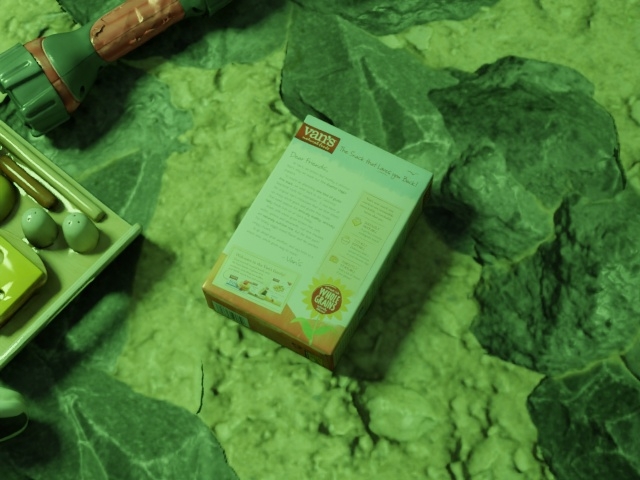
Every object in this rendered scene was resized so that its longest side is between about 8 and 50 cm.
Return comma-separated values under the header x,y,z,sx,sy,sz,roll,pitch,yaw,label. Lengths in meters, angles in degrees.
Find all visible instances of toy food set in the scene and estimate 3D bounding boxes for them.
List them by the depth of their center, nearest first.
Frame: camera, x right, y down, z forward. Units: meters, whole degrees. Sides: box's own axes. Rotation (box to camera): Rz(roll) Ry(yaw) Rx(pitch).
x,y,z,sx,sy,sz,roll,pitch,yaw,label
-0.374,-0.025,1.287,0.306,0.092,0.220,38,73,17,toy food set

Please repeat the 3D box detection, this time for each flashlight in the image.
x,y,z,sx,sy,sz,roll,pitch,yaw,label
-0.225,-0.239,1.366,0.304,0.103,0.103,-34,69,-11,flashlight

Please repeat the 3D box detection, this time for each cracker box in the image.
x,y,z,sx,sy,sz,roll,pitch,yaw,label
0.000,0.000,1.275,0.155,0.067,0.232,27,72,12,cracker box

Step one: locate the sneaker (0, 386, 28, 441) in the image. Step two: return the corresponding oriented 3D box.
x,y,z,sx,sy,sz,roll,pitch,yaw,label
-0.435,0.137,1.220,0.292,0.110,0.118,9,59,6,sneaker
